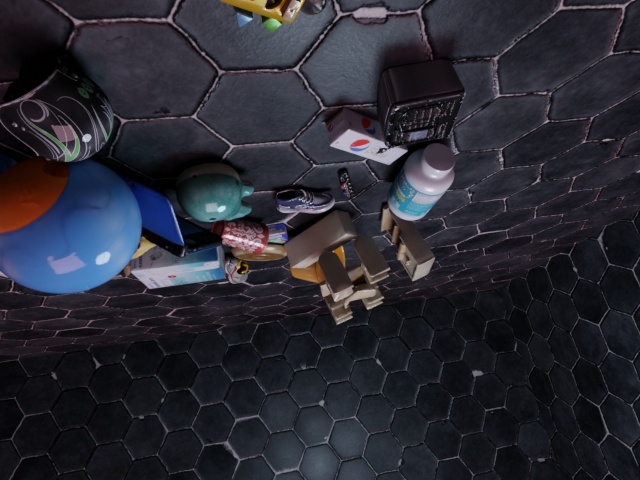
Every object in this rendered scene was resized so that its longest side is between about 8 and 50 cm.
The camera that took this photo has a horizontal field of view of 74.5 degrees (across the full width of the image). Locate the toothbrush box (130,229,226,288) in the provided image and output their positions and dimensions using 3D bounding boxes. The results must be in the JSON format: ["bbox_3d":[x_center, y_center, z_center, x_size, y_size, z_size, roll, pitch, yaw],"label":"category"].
[{"bbox_3d":[-0.511,0.072,1.541,0.295,0.126,0.216,-6,158,-8],"label":"toothbrush box"}]

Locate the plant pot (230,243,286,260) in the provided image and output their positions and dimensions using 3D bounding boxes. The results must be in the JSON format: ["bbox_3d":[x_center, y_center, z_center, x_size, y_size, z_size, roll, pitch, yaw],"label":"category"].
[{"bbox_3d":[-0.238,0.052,1.678,0.236,0.032,0.236,-1,169,0],"label":"plant pot"}]

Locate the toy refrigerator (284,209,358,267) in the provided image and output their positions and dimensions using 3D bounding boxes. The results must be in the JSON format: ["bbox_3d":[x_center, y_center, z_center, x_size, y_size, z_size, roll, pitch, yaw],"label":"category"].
[{"bbox_3d":[0.000,0.000,1.572,0.269,0.102,0.094,-33,158,29],"label":"toy refrigerator"}]

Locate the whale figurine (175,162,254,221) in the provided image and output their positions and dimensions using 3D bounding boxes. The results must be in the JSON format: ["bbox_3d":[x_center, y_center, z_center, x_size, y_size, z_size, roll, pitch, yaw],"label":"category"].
[{"bbox_3d":[-0.284,-0.103,1.176,0.216,0.141,0.272,-14,159,8],"label":"whale figurine"}]

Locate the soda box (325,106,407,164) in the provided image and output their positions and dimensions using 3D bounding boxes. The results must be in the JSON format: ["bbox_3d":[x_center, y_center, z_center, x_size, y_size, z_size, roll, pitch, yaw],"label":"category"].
[{"bbox_3d":[0.120,-0.261,1.066,0.216,0.069,0.074,7,153,-39],"label":"soda box"}]

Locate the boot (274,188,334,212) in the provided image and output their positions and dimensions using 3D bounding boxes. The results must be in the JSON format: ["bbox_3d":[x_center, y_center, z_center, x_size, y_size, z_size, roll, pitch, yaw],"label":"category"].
[{"bbox_3d":[-0.048,-0.128,1.321,0.190,0.069,0.086,-8,162,-2],"label":"boot"}]

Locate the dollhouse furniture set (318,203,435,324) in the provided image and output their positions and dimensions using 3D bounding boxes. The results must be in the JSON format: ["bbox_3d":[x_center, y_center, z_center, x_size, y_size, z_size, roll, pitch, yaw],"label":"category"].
[{"bbox_3d":[0.165,0.068,1.519,0.394,0.256,0.362,-24,154,-7],"label":"dollhouse furniture set"}]

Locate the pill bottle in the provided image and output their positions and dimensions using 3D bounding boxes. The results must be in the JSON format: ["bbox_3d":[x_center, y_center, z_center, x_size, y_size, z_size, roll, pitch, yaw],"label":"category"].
[{"bbox_3d":[0.304,-0.177,1.260,0.146,0.146,0.264,-6,158,-12],"label":"pill bottle"}]

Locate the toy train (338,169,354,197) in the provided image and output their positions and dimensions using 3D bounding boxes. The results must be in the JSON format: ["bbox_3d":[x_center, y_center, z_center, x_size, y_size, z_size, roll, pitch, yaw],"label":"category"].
[{"bbox_3d":[0.079,-0.175,1.321,0.036,0.027,0.158,-10,159,9],"label":"toy train"}]

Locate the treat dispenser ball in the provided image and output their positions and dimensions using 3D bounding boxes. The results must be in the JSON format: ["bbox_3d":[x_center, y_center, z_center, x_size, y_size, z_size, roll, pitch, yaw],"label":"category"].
[{"bbox_3d":[-0.527,-0.034,0.874,0.288,0.288,0.288,-9,159,-4],"label":"treat dispenser ball"}]

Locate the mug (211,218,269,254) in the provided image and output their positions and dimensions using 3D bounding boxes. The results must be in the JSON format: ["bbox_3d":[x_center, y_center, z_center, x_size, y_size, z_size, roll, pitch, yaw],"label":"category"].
[{"bbox_3d":[-0.288,-0.015,1.448,0.169,0.113,0.150,15,146,-42],"label":"mug"}]

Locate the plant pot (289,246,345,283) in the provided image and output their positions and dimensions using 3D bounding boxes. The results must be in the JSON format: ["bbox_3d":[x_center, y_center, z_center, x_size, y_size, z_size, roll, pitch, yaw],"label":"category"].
[{"bbox_3d":[-0.018,0.094,1.759,0.188,0.205,0.205,-2,163,22],"label":"plant pot"}]

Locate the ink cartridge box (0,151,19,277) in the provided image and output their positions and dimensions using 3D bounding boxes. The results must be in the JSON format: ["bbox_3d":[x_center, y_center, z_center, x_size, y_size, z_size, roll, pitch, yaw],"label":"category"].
[{"bbox_3d":[-0.795,-0.052,1.033,0.285,0.166,0.395,-13,159,8],"label":"ink cartridge box"}]

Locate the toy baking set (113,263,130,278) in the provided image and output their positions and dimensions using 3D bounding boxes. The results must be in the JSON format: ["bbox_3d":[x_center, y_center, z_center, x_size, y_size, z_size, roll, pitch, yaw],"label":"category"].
[{"bbox_3d":[-0.833,0.109,1.622,0.196,0.030,0.256,1,156,-20],"label":"toy baking set"}]

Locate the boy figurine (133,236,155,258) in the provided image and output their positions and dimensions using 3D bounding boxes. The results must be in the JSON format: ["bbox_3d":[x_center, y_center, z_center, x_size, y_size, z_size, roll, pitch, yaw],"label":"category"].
[{"bbox_3d":[-0.530,0.001,1.204,0.177,0.092,0.285,-31,-165,25],"label":"boy figurine"}]

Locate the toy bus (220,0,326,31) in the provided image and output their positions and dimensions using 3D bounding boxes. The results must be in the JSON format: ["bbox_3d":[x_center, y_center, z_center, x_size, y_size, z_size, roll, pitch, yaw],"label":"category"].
[{"bbox_3d":[-0.055,-0.382,0.626,0.202,0.104,0.191,-15,159,12],"label":"toy bus"}]

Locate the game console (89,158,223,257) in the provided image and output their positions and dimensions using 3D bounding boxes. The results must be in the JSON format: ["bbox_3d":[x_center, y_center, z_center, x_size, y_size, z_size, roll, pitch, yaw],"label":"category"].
[{"bbox_3d":[-0.418,-0.093,1.081,0.293,0.173,0.250,25,-160,20],"label":"game console"}]

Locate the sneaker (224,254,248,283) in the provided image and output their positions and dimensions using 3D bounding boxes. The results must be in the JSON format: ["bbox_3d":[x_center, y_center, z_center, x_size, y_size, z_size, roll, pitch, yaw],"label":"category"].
[{"bbox_3d":[-0.349,0.132,1.791,0.092,0.088,0.225,5,162,9],"label":"sneaker"}]

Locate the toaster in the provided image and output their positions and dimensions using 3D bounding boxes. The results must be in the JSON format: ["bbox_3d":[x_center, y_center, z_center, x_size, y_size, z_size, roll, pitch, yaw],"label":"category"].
[{"bbox_3d":[0.212,-0.299,0.953,0.185,0.110,0.168,-11,158,0],"label":"toaster"}]

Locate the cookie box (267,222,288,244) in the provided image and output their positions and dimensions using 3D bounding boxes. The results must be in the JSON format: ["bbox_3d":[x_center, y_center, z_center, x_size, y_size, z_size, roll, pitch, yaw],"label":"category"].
[{"bbox_3d":[-0.172,-0.021,1.578,0.091,0.040,0.107,-10,159,0],"label":"cookie box"}]

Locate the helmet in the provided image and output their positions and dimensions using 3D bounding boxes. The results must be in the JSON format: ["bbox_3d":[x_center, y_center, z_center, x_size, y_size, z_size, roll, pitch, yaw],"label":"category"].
[{"bbox_3d":[-0.464,-0.224,0.760,0.169,0.169,0.161,-15,142,12],"label":"helmet"}]
